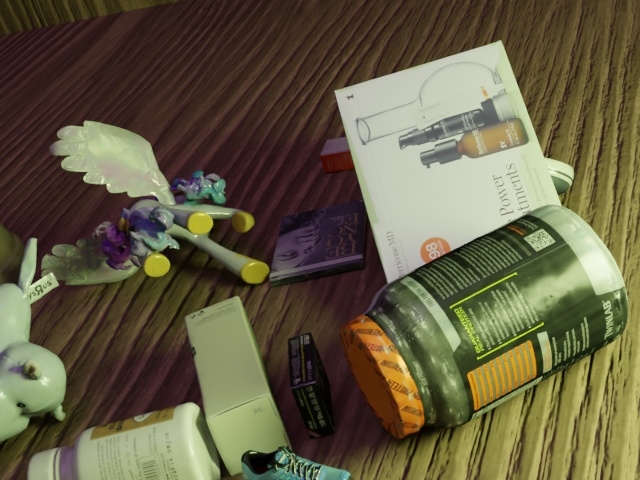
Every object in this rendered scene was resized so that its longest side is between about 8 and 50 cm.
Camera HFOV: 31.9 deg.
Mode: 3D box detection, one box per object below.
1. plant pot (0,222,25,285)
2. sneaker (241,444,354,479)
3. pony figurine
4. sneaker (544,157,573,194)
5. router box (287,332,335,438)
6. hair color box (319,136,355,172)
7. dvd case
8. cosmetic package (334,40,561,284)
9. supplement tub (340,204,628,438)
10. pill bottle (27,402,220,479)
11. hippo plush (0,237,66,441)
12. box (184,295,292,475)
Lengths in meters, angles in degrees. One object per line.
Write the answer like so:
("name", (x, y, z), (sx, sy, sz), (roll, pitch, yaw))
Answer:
("plant pot", (-0.756, -0.001, 2.139), (0.323, 0.280, 0.323), (-15, 29, 9))
("sneaker", (-0.036, 0.297, 1.413), (0.162, 0.073, 0.063), (-2, 33, 28))
("pony figurine", (-0.296, -0.033, 1.991), (0.351, 0.303, 0.363), (5, 14, -28))
("sneaker", (0.253, -0.074, 1.853), (0.321, 0.126, 0.128), (3, 77, 11))
("router box", (-0.014, 0.200, 1.551), (0.038, 0.092, 0.122), (-16, 28, 4))
("hair color box", (0.076, -0.176, 2.202), (0.141, 0.043, 0.072), (-8, 30, 20))
("dvd case", (0.000, 0.000, 1.967), (0.164, 0.018, 0.221), (-12, 29, 11))
("cosmetic package", (0.203, -0.102, 1.751), (0.284, 0.097, 0.377), (-18, 64, 6))
("supplement tub", (0.210, 0.109, 1.461), (0.338, 0.207, 0.207), (-25, 29, -14))
("pill bottle", (-0.258, 0.303, 1.473), (0.229, 0.131, 0.131), (-15, 29, 6))
("hippo plush", (-0.487, 0.208, 1.757), (0.294, 0.234, 0.236), (-34, 58, -17))
("box", (-0.122, 0.200, 1.596), (0.094, 0.113, 0.275), (-21, 28, -3))
